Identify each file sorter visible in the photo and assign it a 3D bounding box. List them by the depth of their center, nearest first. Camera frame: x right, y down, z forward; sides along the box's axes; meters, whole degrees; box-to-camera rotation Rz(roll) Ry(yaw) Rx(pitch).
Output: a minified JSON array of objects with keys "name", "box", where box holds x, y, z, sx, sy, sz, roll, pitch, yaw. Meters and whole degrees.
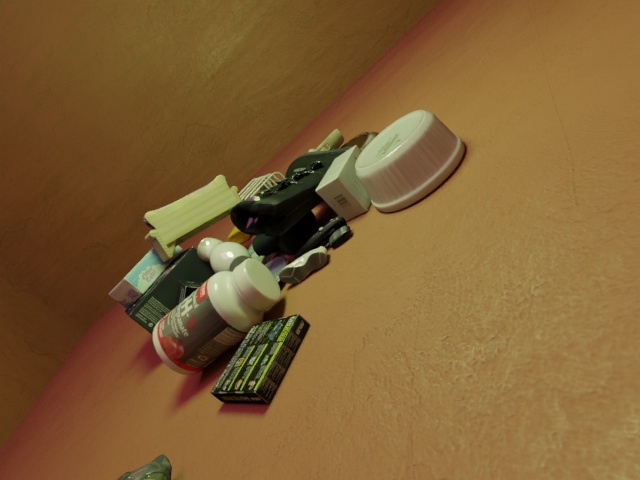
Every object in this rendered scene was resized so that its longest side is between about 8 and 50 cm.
[{"name":"file sorter","box":[-0.223,-0.157,1.713,0.192,0.173,0.278,-50,21,-16]}]

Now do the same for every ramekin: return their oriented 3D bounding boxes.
[{"name":"ramekin","box":[0.208,-0.206,1.043,0.273,0.127,0.272,-37,21,17]}]

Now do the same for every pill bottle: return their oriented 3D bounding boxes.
[{"name":"pill bottle","box":[-0.260,0.190,1.071,0.319,0.176,0.176,-39,20,15]}]

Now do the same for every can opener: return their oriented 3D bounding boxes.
[{"name":"can opener","box":[0.000,0.000,1.128,0.186,0.059,0.073,-34,22,24]}]

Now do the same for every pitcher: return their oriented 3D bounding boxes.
[{"name":"pitcher","box":[-0.297,0.064,1.418,0.207,0.178,0.125,22,99,48]}]

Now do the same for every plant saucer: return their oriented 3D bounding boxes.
[{"name":"plant saucer","box":[0.102,-0.314,1.588,0.311,0.050,0.310,-37,22,17]}]

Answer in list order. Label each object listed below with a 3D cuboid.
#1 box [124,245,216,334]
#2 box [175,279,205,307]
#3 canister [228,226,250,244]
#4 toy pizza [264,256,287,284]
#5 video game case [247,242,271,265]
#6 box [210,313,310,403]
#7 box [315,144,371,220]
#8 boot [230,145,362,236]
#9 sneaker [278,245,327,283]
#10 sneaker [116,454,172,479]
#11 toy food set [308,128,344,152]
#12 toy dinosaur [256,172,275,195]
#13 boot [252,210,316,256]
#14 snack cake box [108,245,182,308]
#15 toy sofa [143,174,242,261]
[{"name":"box","box":[-0.548,0.205,1.568,0.312,0.179,0.343,-51,17,-23]},{"name":"box","box":[-0.349,0.180,1.272,0.158,0.156,0.093,4,86,65]},{"name":"canister","box":[-0.338,-0.065,1.898,0.126,0.073,0.169,-26,28,41]},{"name":"toy pizza","box":[-0.164,0.129,1.226,0.201,0.032,0.201,-39,20,17]},{"name":"video game case","box":[-0.240,0.070,1.504,0.204,0.025,0.285,-26,26,41]},{"name":"box","box":[-0.129,0.253,0.892,0.184,0.045,0.190,-20,29,44]},{"name":"box","box":[0.085,-0.162,1.187,0.091,0.130,0.170,-26,26,42]},{"name":"boot","box":[-0.107,-0.146,1.336,0.367,0.146,0.445,-12,24,47]},{"name":"sneaker","box":[-0.042,0.066,1.101,0.152,0.053,0.061,-30,14,20]},{"name":"sneaker","box":[-0.390,0.523,0.790,0.300,0.111,0.121,-35,11,9]},{"name":"toy food set","box":[-0.033,-0.340,1.759,0.219,0.092,0.306,-48,5,-13]},{"name":"toy dinosaur","box":[-0.304,-0.193,2.077,0.313,0.121,0.160,-53,9,-11]},{"name":"boot","box":[-0.133,0.005,1.318,0.207,0.094,0.246,-28,18,28]},{"name":"snack cake box","box":[-0.656,0.114,1.575,0.152,0.089,0.264,-32,21,36]},{"name":"toy sofa","box":[-0.472,-0.087,1.560,0.363,0.177,0.150,-36,10,-28]}]
